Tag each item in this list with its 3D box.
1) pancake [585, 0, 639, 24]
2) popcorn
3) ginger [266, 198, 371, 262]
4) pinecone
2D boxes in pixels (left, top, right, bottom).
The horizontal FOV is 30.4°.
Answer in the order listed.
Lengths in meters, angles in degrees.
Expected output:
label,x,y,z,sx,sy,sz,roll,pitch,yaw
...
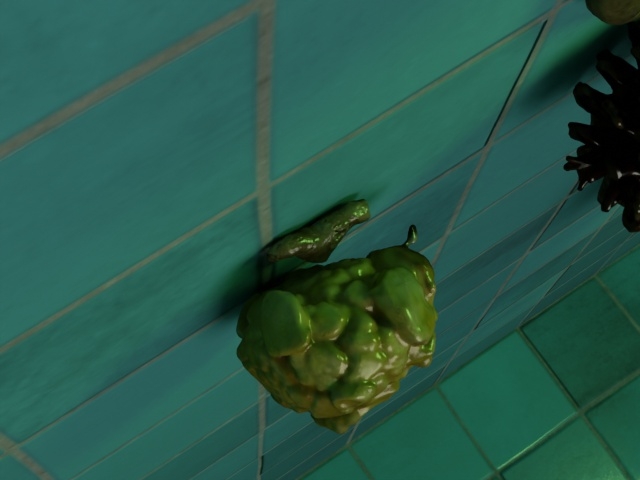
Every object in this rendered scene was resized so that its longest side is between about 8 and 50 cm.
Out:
label,x,y,z,sx,sy,sz,roll,pitch,yaw
pancake,0.292,-0.232,0.825,0.241,0.050,0.242,-33,167,-9
popcorn,0.011,0.086,0.979,0.194,0.140,0.163,-22,-172,42
ginger,0.000,0.001,0.943,0.097,0.030,0.048,-28,163,-22
pinecone,0.348,-0.105,1.012,0.292,0.246,0.246,-23,165,-3
